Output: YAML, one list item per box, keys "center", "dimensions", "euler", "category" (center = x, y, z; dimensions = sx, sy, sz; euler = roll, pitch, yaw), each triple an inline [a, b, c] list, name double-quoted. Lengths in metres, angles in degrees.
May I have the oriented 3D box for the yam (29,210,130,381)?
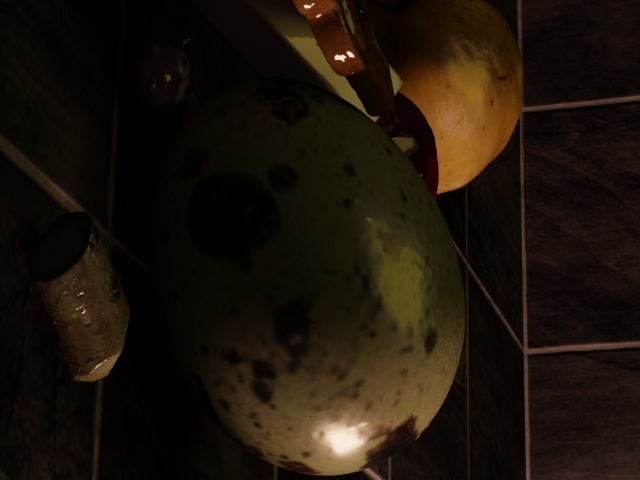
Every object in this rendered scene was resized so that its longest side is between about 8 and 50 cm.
- center: [-0.191, 0.050, 1.612]
  dimensions: [0.069, 0.070, 0.146]
  euler: [-75, 153, -51]
  category: "yam"

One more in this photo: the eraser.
- center: [-0.052, -0.226, 1.890]
  dimensions: [0.298, 0.078, 0.076]
  euler: [47, 59, -19]
  category: "eraser"

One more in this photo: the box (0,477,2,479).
- center: [-0.317, 0.193, 1.005]
  dimensions: [0.420, 0.138, 0.373]
  euler: [-80, 159, -45]
  category: "box"

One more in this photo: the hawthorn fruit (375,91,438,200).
- center: [-0.006, -0.088, 2.083]
  dimensions: [0.210, 0.230, 0.266]
  euler: [9, 33, -49]
  category: "hawthorn fruit"

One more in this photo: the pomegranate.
- center: [0.088, -0.186, 2.285]
  dimensions: [0.307, 0.307, 0.307]
  euler: [-5, 90, -74]
  category: "pomegranate"

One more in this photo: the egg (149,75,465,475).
- center: [-0.016, 0.034, 1.839]
  dimensions: [0.379, 0.288, 0.287]
  euler: [67, 20, -15]
  category: "egg"

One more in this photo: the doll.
- center: [-0.144, -0.168, 1.859]
  dimensions: [0.206, 0.067, 0.110]
  euler: [-81, 171, -71]
  category: "doll"

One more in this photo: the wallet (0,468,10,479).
- center: [-0.239, 0.341, 1.341]
  dimensions: [0.360, 0.083, 0.252]
  euler: [-81, 165, -44]
  category: "wallet"

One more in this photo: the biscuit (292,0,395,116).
- center: [0.009, -0.222, 1.735]
  dimensions: [0.295, 0.044, 0.186]
  euler: [39, 28, -72]
  category: "biscuit"
